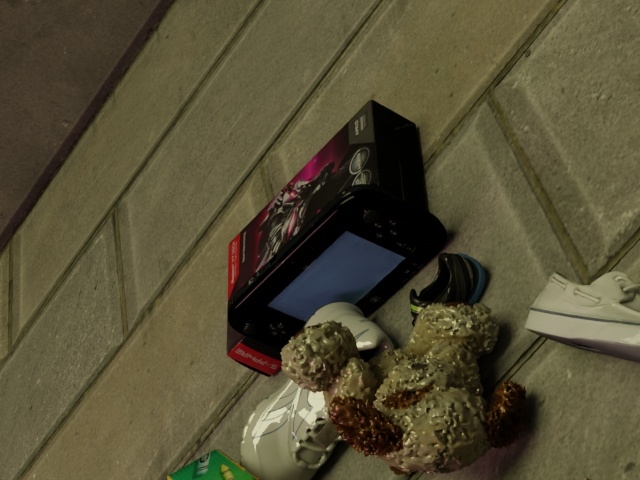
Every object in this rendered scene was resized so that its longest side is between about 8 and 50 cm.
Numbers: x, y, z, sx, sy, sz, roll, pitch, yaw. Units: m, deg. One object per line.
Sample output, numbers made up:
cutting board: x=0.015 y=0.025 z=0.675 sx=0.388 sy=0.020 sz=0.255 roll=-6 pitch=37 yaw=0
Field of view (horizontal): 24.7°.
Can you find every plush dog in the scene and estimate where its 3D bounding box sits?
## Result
plush dog: x=0.103 y=0.193 z=1.631 sx=0.225 sy=0.262 sz=0.210 roll=-146 pitch=50 yaw=-73

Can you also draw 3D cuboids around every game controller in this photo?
game controller: x=0.019 y=0.045 z=1.928 sx=0.319 sy=0.166 sz=0.067 roll=-44 pitch=27 yaw=35

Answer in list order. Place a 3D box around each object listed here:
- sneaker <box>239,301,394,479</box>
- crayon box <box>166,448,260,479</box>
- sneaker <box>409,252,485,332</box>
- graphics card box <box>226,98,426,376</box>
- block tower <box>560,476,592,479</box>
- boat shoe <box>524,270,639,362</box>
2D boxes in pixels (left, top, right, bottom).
sneaker: x=-0.007 y=0.223 z=1.891 sx=0.129 sy=0.111 sz=0.297 roll=22 pitch=87 yaw=58
crayon box: x=-0.083 y=0.380 z=1.800 sx=0.081 sy=0.165 sz=0.278 roll=-28 pitch=19 yaw=-19
sneaker: x=0.131 y=0.099 z=1.778 sx=0.188 sy=0.078 sz=0.067 roll=-64 pitch=26 yaw=-1
graphics card box: x=0.000 y=0.000 z=2.091 sx=0.371 sy=0.094 sz=0.232 roll=-42 pitch=33 yaw=34
block tower: x=0.189 y=0.308 z=1.467 sx=0.335 sy=0.097 sz=0.091 roll=-22 pitch=48 yaw=52
boat shoe: x=0.297 y=0.072 z=1.484 sx=0.258 sy=0.095 sz=0.084 roll=10 pitch=79 yaw=62
